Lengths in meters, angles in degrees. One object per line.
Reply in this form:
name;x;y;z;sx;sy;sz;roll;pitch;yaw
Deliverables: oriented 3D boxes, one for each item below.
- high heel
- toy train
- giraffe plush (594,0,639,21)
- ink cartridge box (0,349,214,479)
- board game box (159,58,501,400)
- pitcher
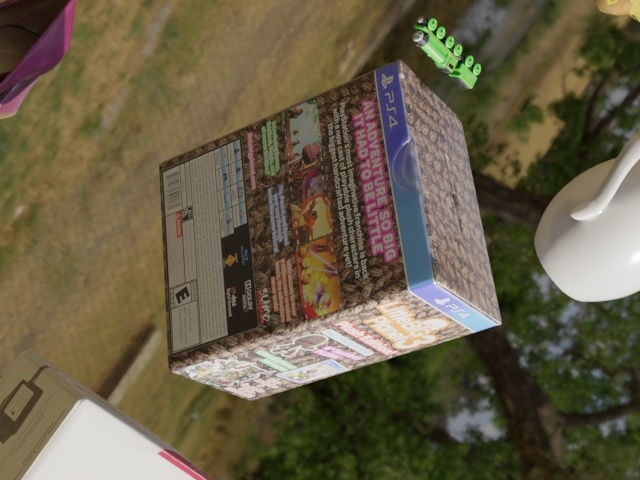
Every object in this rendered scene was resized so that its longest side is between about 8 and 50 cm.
high heel;-0.396;-0.206;1.176;0.181;0.127;0.377;-54;-179;19
toy train;0.097;-0.144;0.840;0.083;0.017;0.023;33;81;-44
giraffe plush;0.381;-0.339;1.289;0.181;0.210;0.170;-35;123;-46
ink cartridge box;-0.195;0.194;0.938;0.100;0.172;0.237;-55;-157;-12
board game box;0.000;0.000;1.068;0.291;0.232;0.141;-20;151;26
pitcher;0.291;-0.036;1.022;0.178;0.125;0.207;17;133;-43
